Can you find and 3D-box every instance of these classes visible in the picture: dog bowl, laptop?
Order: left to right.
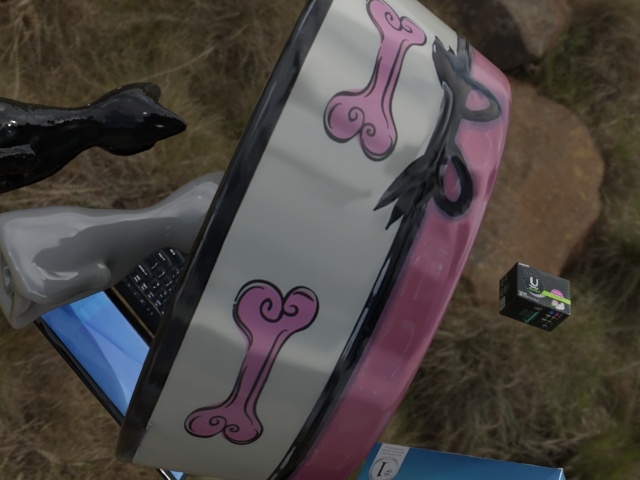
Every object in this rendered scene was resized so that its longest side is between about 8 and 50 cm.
[{"bbox_3d":[-0.142,0.091,0.943,0.264,0.136,0.234,-40,98,-20],"label":"laptop"},{"bbox_3d":[0.000,0.000,0.641,0.150,0.408,0.408,24,52,-3],"label":"dog bowl"}]

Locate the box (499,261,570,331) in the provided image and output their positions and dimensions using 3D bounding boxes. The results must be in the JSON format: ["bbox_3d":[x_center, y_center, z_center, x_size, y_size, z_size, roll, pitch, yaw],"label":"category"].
[{"bbox_3d":[0.295,0.078,1.169,0.083,0.052,0.062,19,49,-10],"label":"box"}]

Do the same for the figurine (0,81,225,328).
[{"bbox_3d":[-0.178,-0.046,0.681,0.209,0.092,0.215,-20,56,-32],"label":"figurine"}]

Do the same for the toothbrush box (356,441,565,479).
[{"bbox_3d":[0.104,0.356,0.805,0.295,0.216,0.126,-56,132,-41],"label":"toothbrush box"}]
